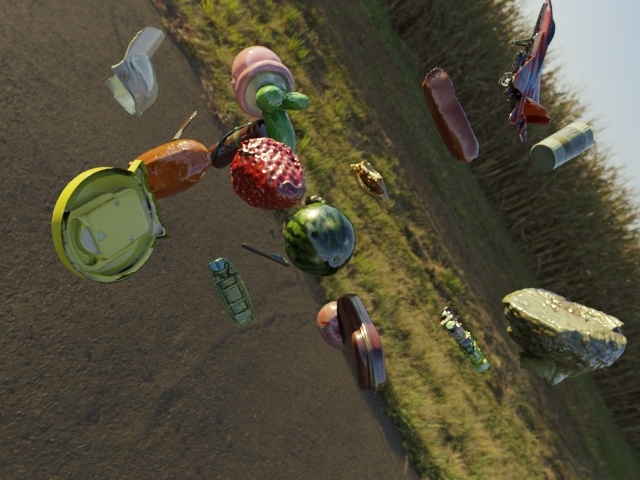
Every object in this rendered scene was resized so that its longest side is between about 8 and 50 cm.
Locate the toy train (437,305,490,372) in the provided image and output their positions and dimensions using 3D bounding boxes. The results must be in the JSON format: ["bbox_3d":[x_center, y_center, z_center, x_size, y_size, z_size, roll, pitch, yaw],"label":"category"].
[{"bbox_3d":[0.395,0.277,1.194,0.249,0.053,0.085,49,8,-34],"label":"toy train"}]

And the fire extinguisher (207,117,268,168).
[{"bbox_3d":[-0.333,-0.365,1.653,0.105,0.342,0.141,45,42,-36],"label":"fire extinguisher"}]

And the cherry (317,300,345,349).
[{"bbox_3d":[0.100,0.396,2.013,0.236,0.213,0.285,63,-2,14],"label":"cherry"}]

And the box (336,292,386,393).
[{"bbox_3d":[0.149,0.375,1.641,0.404,0.108,0.263,-113,-166,-63],"label":"box"}]

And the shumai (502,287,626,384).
[{"bbox_3d":[0.533,0.239,1.000,0.189,0.256,0.218,-22,126,-36],"label":"shumai"}]

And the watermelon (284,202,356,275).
[{"bbox_3d":[0.000,0.000,1.689,0.285,0.285,0.285,38,37,-35],"label":"watermelon"}]

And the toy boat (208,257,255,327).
[{"bbox_3d":[-0.349,0.199,1.696,0.276,0.111,0.084,65,-10,-5],"label":"toy boat"}]

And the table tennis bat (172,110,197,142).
[{"bbox_3d":[-0.562,-0.459,1.767,0.022,0.131,0.234,39,30,-27],"label":"table tennis bat"}]

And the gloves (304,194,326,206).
[{"bbox_3d":[-0.008,-0.176,2.276,0.106,0.181,0.129,-3,105,-28],"label":"gloves"}]

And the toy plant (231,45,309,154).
[{"bbox_3d":[-0.177,-0.490,1.507,0.356,0.211,0.317,58,-10,30],"label":"toy plant"}]

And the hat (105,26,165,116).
[{"bbox_3d":[-0.638,-0.610,1.561,0.168,0.258,0.301,36,78,-30],"label":"hat"}]

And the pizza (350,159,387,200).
[{"bbox_3d":[0.218,-0.275,1.953,0.056,0.134,0.271,-20,63,-21],"label":"pizza"}]

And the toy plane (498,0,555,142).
[{"bbox_3d":[0.285,-0.238,0.591,0.130,0.061,0.189,13,82,-51],"label":"toy plane"}]

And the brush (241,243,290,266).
[{"bbox_3d":[-0.196,0.047,1.582,0.191,0.034,0.027,24,63,-10],"label":"brush"}]

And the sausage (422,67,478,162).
[{"bbox_3d":[0.440,-0.419,1.476,0.348,0.097,0.094,56,-12,-22],"label":"sausage"}]

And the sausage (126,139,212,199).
[{"bbox_3d":[-0.469,-0.222,1.351,0.141,0.268,0.153,-93,161,-74],"label":"sausage"}]

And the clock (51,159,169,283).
[{"bbox_3d":[-0.513,-0.040,1.050,0.293,0.071,0.276,-46,138,-55],"label":"clock"}]

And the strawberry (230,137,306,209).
[{"bbox_3d":[-0.123,-0.163,1.137,0.205,0.205,0.244,40,0,-32],"label":"strawberry"}]

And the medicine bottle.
[{"bbox_3d":[0.368,-0.144,0.659,0.047,0.083,0.047,53,-17,25],"label":"medicine bottle"}]
